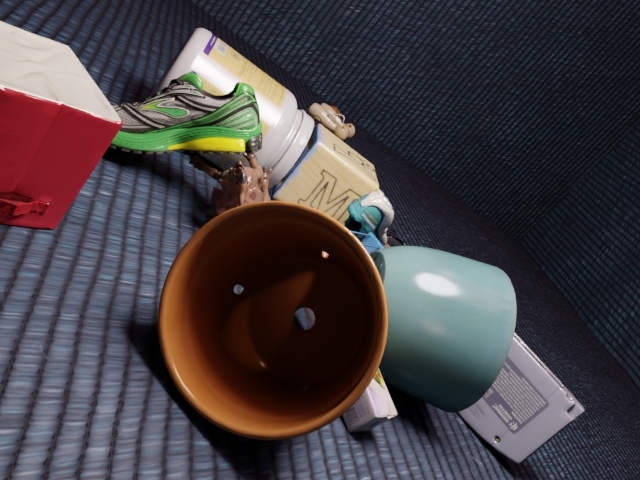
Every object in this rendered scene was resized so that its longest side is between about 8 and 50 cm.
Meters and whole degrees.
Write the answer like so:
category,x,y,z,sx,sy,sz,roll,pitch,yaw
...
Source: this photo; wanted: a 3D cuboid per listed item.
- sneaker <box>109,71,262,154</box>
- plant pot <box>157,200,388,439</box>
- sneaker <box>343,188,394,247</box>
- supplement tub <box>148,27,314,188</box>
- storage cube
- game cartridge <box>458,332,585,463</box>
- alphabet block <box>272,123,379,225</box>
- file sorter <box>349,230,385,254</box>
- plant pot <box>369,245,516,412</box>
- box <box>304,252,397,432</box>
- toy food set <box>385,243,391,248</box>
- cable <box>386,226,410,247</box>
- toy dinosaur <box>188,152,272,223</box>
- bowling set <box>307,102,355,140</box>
category,x,y,z,sx,sy,sz,roll,pitch,yaw
sneaker,-0.282,-0.241,1.158,0.343,0.146,0.134,-2,18,-10
plant pot,-0.042,0.107,0.847,0.291,0.291,0.203,46,4,15
sneaker,0.098,-0.032,1.509,0.275,0.110,0.107,92,-27,-61
supplement tub,-0.205,-0.291,1.416,0.331,0.241,0.241,34,20,-21
storage cube,-0.410,-0.152,0.802,0.215,0.193,0.183,50,21,26
game cartridge,0.359,0.291,1.277,0.297,0.198,0.062,51,22,25
alphabet block,0.013,-0.153,1.603,0.197,0.193,0.192,36,21,-14
file sorter,0.098,0.077,1.381,0.104,0.118,0.170,9,36,-50
plant pot,0.176,0.142,1.155,0.235,0.293,0.293,22,24,-16
box,0.032,0.157,1.047,0.063,0.067,0.324,15,44,-50
toy food set,0.184,0.025,1.797,0.082,0.020,0.083,27,24,-33
cable,0.201,-0.029,1.896,0.184,0.047,0.150,38,14,-6
toy dinosaur,-0.148,-0.069,1.232,0.296,0.127,0.200,51,16,-53
bowling set,0.035,-0.304,1.781,0.154,0.287,0.200,41,58,2
